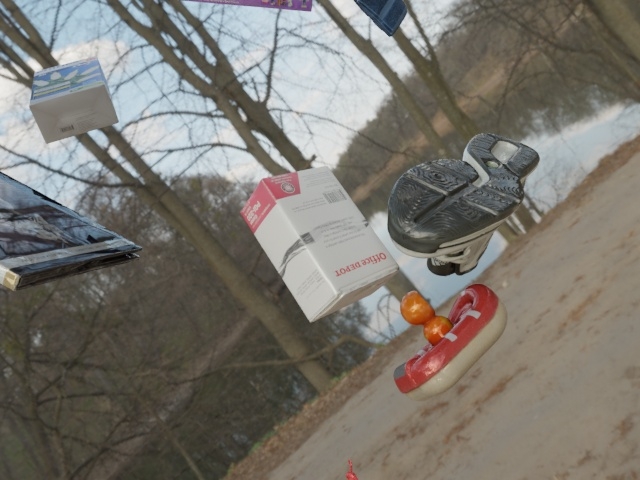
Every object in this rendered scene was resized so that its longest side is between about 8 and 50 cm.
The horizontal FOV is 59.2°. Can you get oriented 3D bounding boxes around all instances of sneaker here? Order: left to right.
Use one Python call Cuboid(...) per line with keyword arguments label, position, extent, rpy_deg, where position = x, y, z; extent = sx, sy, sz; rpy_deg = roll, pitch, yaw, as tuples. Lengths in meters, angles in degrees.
Cuboid(label="sneaker", position=(0.237, -0.008, 0.973), extent=(0.447, 0.169, 0.258), rpy_deg=(-31, -38, -48))

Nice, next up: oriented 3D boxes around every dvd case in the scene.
Cuboid(label="dvd case", position=(-0.292, -0.026, 0.496), extent=(0.018, 0.221, 0.164), rpy_deg=(-66, -10, 11))

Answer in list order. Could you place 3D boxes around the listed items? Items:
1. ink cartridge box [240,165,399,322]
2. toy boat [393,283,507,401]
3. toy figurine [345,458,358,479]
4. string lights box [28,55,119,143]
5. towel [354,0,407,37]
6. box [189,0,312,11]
Cuboid(label="ink cartridge box", position=(0.000, 0.000, 0.894), extent=(0.158, 0.218, 0.092), rpy_deg=(-18, -24, -45))
Cuboid(label="toy boat", position=(0.195, 0.146, 0.939), extent=(0.231, 0.151, 0.151), rpy_deg=(-36, -11, -27))
Cuboid(label="toy figurine", position=(-0.040, 0.660, 1.202), extent=(0.217, 0.191, 0.363), rpy_deg=(3, -56, -30))
Cuboid(label="string lights box", position=(-0.478, -0.280, 1.093), extent=(0.133, 0.077, 0.260), rpy_deg=(-21, 34, -14))
Cuboid(label="towel", position=(0.113, -0.441, 1.048), extent=(0.067, 0.119, 0.029), rpy_deg=(-55, 42, 8))
Cuboid(label="box", position=(-0.164, -0.588, 1.281), extent=(0.201, 0.293, 0.057), rpy_deg=(-92, 7, -53))
